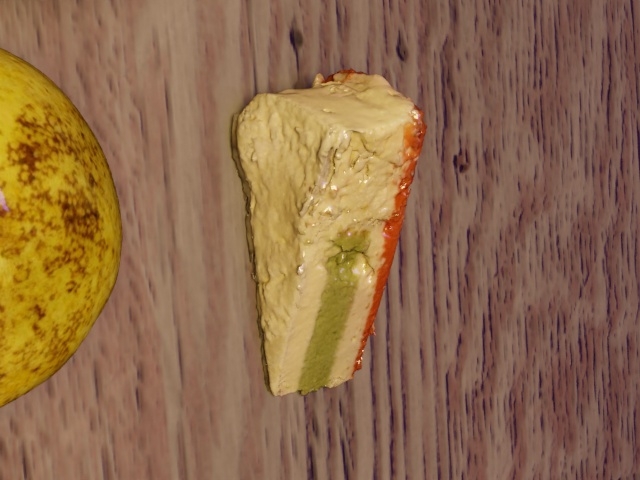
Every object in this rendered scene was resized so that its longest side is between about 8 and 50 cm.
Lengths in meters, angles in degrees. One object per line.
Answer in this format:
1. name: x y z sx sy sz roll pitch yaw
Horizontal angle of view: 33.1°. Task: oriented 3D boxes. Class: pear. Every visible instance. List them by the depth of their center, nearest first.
1. pear: -0.189 -0.005 0.525 0.197 0.197 0.197 -1 91 -37

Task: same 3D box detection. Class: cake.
1. cake: -0.010 -0.013 0.747 0.086 0.117 0.221 -12 130 -33
